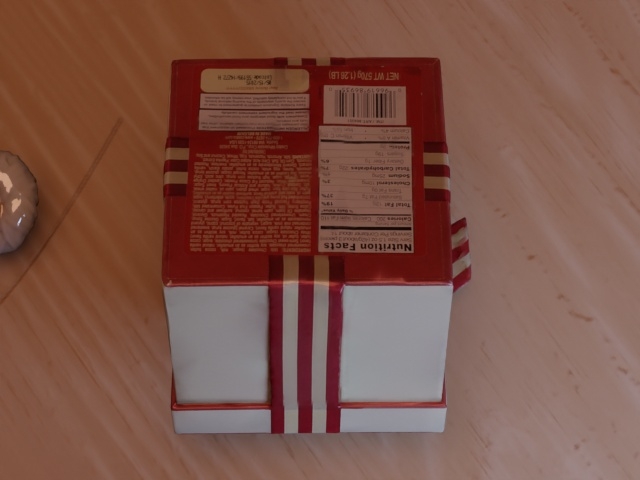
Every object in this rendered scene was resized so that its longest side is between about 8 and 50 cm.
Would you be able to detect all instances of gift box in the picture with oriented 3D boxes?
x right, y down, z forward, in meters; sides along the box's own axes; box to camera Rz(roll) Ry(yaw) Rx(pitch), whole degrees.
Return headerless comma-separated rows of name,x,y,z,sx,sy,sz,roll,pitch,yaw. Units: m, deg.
gift box,0.000,0.000,1.619,0.255,0.258,0.276,4,55,2

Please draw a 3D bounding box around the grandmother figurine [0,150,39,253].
grandmother figurine,-0.389,0.030,1.666,0.342,0.104,0.208,-29,115,-12
